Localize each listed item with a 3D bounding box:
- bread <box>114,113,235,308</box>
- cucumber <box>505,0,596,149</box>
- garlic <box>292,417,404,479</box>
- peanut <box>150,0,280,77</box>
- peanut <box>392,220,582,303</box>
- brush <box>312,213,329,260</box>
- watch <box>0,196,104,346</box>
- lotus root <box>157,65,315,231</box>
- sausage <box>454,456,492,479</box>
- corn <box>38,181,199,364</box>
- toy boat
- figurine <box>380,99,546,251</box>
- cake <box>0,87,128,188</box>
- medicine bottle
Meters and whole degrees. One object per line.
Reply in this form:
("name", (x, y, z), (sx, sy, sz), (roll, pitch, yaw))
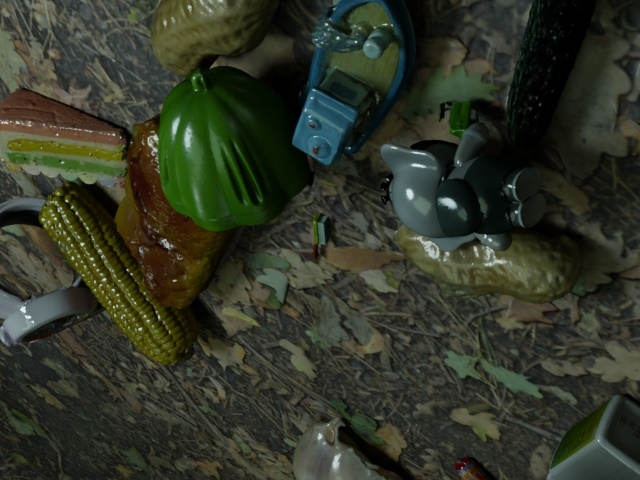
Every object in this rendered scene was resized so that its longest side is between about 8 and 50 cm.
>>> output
("bread", (-0.212, -0.033, 1.213), (0.185, 0.109, 0.380), (37, 146, 2))
("cucumber", (0.202, -0.161, 0.752), (0.052, 0.058, 0.214), (2, 142, 0))
("garlic", (0.040, 0.417, 1.474), (0.217, 0.110, 0.228), (-7, 124, 49))
("peanut", (-0.115, -0.242, 0.911), (0.226, 0.095, 0.108), (-21, 110, 51))
("peanut", (0.182, 0.016, 0.940), (0.214, 0.099, 0.099), (8, 134, 27))
("brush", (0.000, 0.000, 1.134), (0.021, 0.019, 0.083), (17, 138, 13))
("watch", (-0.486, 0.049, 1.480), (0.196, 0.244, 0.231), (-39, 78, 51))
("lotus root", (-0.109, -0.127, 0.936), (0.186, 0.186, 0.186), (24, 141, 21))
("sausage", (0.251, 0.379, 1.307), (0.129, 0.034, 0.034), (47, 143, -11))
("corn", (-0.326, 0.059, 1.403), (0.120, 0.120, 0.363), (-12, 119, 47))
("toy boat", (0.030, -0.170, 0.860), (0.109, 0.098, 0.238), (32, 143, 5))
("figurine", (0.136, -0.051, 0.853), (0.192, 0.126, 0.147), (6, 128, 48))
("cake", (-0.392, -0.140, 1.273), (0.225, 0.090, 0.109), (22, 137, 21))
("medicine bottle", (0.365, 0.290, 1.064), (0.132, 0.088, 0.188), (35, 144, 7))
